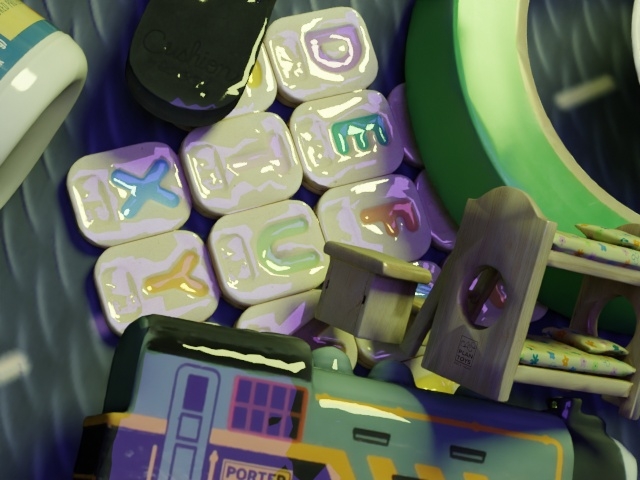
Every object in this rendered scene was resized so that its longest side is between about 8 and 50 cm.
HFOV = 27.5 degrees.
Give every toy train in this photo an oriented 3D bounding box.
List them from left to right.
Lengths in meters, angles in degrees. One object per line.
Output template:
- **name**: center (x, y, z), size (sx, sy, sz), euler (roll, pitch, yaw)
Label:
- **toy train**: center (0.018, 0.153, 0.686), size (0.333, 0.142, 0.190), euler (12, 79, -14)

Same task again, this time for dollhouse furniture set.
- **dollhouse furniture set**: center (0.120, 0.026, 0.739), size (0.182, 0.161, 0.101), euler (12, 95, -38)

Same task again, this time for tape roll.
- **tape roll**: center (0.215, -0.101, 0.843), size (0.321, 0.077, 0.321), euler (6, 73, -19)

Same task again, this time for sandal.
- **sandal**: center (-0.050, -0.188, 0.792), size (0.097, 0.054, 0.255), euler (13, 65, -10)

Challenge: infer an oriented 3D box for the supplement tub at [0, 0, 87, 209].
- **supplement tub**: center (-0.239, -0.097, 0.677), size (0.199, 0.144, 0.144), euler (36, 69, -6)

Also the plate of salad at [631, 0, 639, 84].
- **plate of salad**: center (0.282, -0.112, 0.802), size (0.199, 0.048, 0.200), euler (6, 73, -18)

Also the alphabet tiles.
- **alphabet tiles**: center (0.000, 0.000, 0.791), size (0.278, 0.021, 0.284), euler (-14, 80, -20)
